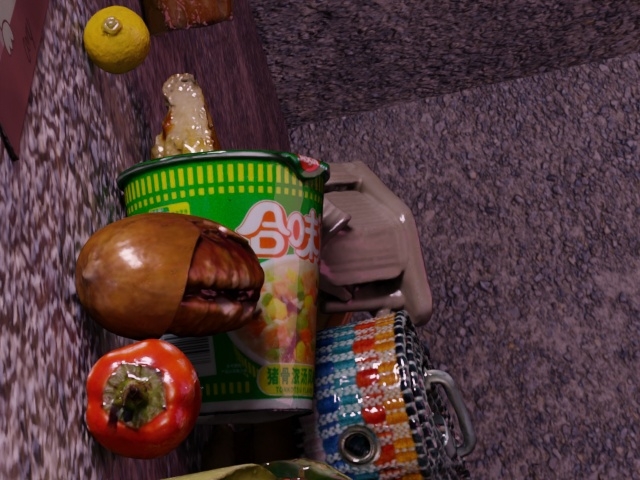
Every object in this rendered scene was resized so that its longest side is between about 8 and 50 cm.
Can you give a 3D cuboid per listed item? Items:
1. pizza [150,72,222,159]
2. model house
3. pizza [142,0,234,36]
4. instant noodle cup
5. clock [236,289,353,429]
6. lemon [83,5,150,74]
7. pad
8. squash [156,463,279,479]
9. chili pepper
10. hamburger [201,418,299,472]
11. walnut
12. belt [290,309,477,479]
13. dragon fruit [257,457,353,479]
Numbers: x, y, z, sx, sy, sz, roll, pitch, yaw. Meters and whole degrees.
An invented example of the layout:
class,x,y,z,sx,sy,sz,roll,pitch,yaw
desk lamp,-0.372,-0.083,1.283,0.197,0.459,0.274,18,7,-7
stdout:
class,x,y,z,sx,sy,sz,roll,pitch,yaw
pizza,-0.127,-0.011,1.475,0.223,0.089,0.323,-101,178,-55
model house,0.007,-0.006,1.422,0.229,0.188,0.122,50,-52,46
pizza,-0.192,-0.324,1.724,0.188,0.081,0.204,37,46,-49
instant noodle cup,-0.083,0.050,1.233,0.207,0.207,0.232,63,23,-78
clock,-0.036,0.125,1.531,0.143,0.096,0.202,127,-13,-73
lemon,-0.191,-0.188,1.243,0.083,0.062,0.062,100,-21,-79
pad,-0.241,-0.218,0.980,0.299,0.005,0.202,-97,174,-55
squash,-0.088,0.265,0.882,0.220,0.133,0.220,-8,90,-82
chili pepper,-0.129,0.118,0.975,0.192,0.084,0.086,87,-13,-83
hamburger,-0.046,0.302,1.387,0.131,0.124,0.262,-90,167,-72
walnut,-0.113,0.031,1.063,0.207,0.116,0.115,7,69,-61
belt,0.078,0.212,1.372,0.206,0.161,0.295,-89,161,-57
dragon fruit,-0.027,0.345,1.182,0.234,0.234,0.293,58,51,-81
